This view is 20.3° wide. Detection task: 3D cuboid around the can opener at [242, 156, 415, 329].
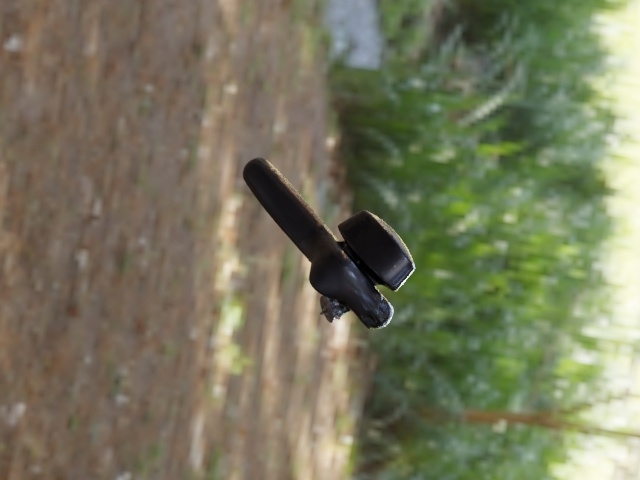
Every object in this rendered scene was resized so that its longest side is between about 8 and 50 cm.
[{"bbox_3d":[0.000,0.000,1.276,0.073,0.186,0.059,-37,133,-10],"label":"can opener"}]
